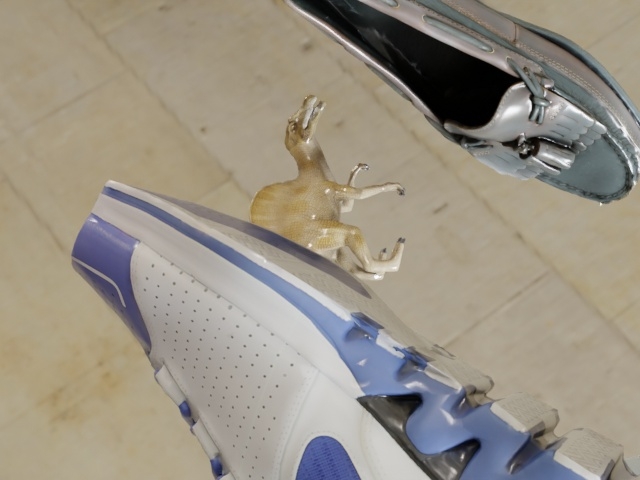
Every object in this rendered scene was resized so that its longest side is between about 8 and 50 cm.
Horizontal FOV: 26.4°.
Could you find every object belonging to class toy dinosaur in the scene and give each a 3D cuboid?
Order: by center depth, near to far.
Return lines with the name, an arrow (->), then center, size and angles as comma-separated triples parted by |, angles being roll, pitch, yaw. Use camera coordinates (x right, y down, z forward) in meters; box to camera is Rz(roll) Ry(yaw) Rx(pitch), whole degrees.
toy dinosaur -> 0.000, 0.000, 0.827 | 0.093, 0.183, 0.053 | 14, -34, -9

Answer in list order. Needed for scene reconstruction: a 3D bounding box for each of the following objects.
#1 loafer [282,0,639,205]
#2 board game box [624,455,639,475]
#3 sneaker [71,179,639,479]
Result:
loafer -> 0.080, -0.094, 0.795 | 0.267, 0.084, 0.096 | 36, -44, -15
board game box -> 0.152, 0.266, 0.903 | 0.097, 0.224, 0.303 | 62, -38, 35
sneaker -> -0.006, 0.115, 0.607 | 0.315, 0.182, 0.127 | 33, 6, 20
